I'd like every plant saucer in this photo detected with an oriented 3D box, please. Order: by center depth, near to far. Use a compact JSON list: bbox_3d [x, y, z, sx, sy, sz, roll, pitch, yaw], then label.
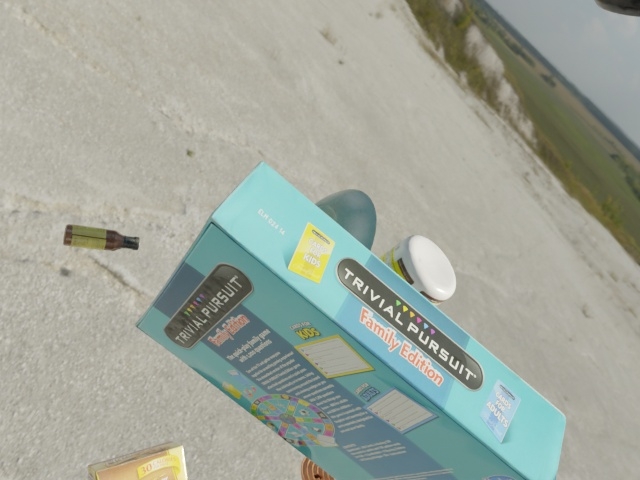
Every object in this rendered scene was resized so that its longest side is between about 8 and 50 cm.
[{"bbox_3d":[0.000,0.000,0.811,0.037,0.195,0.195,31,31,-35],"label":"plant saucer"}]

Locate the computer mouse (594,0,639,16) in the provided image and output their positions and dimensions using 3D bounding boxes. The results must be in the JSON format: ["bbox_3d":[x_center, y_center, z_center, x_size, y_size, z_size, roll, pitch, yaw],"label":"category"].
[{"bbox_3d":[0.434,-0.329,0.635,0.272,0.072,0.188,-25,44,-27],"label":"computer mouse"}]

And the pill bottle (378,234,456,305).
[{"bbox_3d":[0.112,0.092,0.901,0.117,0.215,0.117,29,40,-27],"label":"pill bottle"}]

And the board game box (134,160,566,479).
[{"bbox_3d":[0.008,0.118,0.509,0.336,0.254,0.079,40,51,-7],"label":"board game box"}]

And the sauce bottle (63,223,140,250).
[{"bbox_3d":[-0.397,-0.001,0.977,0.128,0.042,0.042,11,41,-29],"label":"sauce bottle"}]

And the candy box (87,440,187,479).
[{"bbox_3d":[-0.365,0.606,1.116,0.183,0.087,0.316,-5,83,-35],"label":"candy box"}]

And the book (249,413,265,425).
[{"bbox_3d":[-0.117,0.366,1.257,0.096,0.144,0.035,9,17,24],"label":"book"}]

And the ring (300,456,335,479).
[{"bbox_3d":[0.127,0.441,0.922,0.336,0.032,0.336,13,1,0],"label":"ring"}]
